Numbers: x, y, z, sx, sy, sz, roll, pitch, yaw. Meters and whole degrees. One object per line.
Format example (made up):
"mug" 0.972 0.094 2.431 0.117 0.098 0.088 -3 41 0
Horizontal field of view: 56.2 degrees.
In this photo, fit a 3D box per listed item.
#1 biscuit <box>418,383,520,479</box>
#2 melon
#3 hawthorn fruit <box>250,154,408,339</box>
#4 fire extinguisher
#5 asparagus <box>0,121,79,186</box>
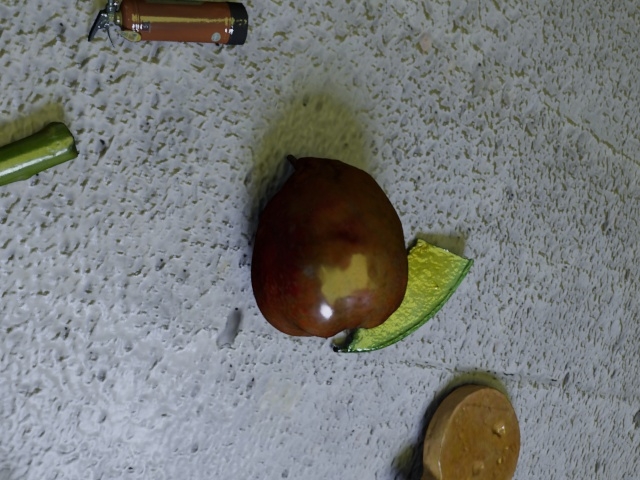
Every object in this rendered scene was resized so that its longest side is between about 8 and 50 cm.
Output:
"biscuit" 0.235 0.418 1.000 0.275 0.052 0.354 20 77 -34
"melon" 0.125 0.090 0.909 0.262 0.053 0.114 -40 108 -15
"hawthorn fruit" 0.000 0.000 0.755 0.208 0.208 0.248 -14 82 -24
"fire extinguisher" -0.173 -0.249 0.686 0.177 0.050 0.062 -7 142 -25
"asparagus" -0.348 -0.073 0.634 0.178 0.045 0.041 -28 79 -19
